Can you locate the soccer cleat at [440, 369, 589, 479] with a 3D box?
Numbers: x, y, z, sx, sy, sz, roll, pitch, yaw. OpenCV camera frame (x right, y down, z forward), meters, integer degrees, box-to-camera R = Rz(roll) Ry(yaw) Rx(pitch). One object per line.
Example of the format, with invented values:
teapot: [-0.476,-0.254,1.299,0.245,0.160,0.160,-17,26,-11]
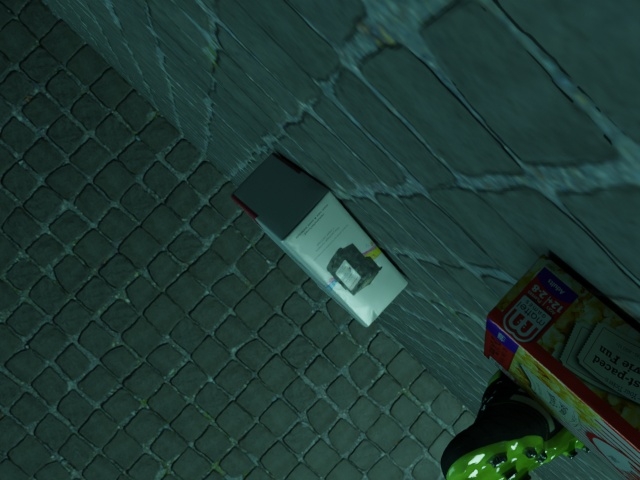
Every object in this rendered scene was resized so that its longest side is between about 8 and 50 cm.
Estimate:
soccer cleat: [0.128,0.119,0.532,0.179,0.060,0.072,-2,-138,-46]

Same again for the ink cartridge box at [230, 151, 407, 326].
ink cartridge box: [0.000,0.000,0.883,0.175,0.072,0.127,47,174,-40]

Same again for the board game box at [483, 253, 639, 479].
board game box: [0.173,0.101,0.419,0.193,0.045,0.147,42,176,19]
